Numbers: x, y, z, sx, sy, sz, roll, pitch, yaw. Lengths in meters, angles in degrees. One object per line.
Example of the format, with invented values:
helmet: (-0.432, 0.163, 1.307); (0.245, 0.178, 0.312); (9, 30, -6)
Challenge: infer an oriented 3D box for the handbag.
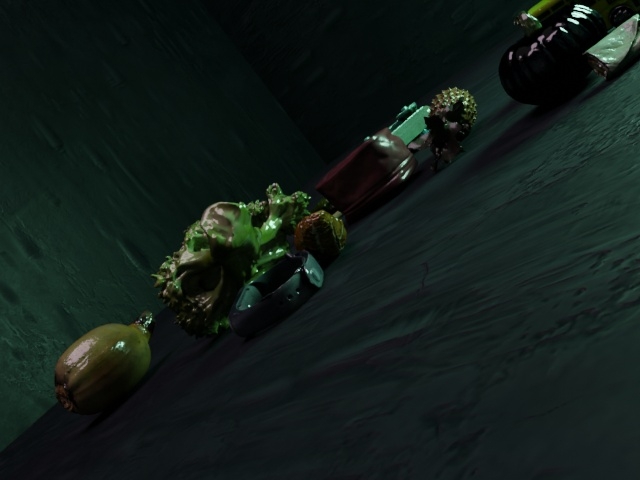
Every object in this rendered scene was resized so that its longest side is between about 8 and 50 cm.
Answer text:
handbag: (0.108, -0.147, 1.510); (0.225, 0.135, 0.146); (-38, 7, 34)

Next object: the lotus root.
lotus root: (-0.514, 0.291, 1.620); (0.182, 0.183, 0.310); (-30, 11, 48)

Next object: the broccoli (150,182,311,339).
broccoli: (-0.205, 0.049, 1.348); (0.397, 0.274, 0.353); (-66, -5, -74)

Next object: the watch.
watch: (-0.077, 0.091, 1.223); (0.193, 0.068, 0.206); (-32, 13, 17)

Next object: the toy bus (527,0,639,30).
toy bus: (0.559, -0.486, 1.335); (0.262, 0.150, 0.128); (-29, 13, 48)

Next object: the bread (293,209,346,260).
bread: (0.000, 0.000, 1.304); (0.104, 0.076, 0.233); (-11, -10, -7)

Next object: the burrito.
burrito: (0.476, -0.306, 1.027); (0.118, 0.044, 0.074); (-36, 41, 1)

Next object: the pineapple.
pineapple: (0.270, -0.250, 1.432); (0.130, 0.119, 0.277); (-14, 20, 24)

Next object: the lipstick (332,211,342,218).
lipstick: (0.028, -0.052, 1.729); (0.094, 0.019, 0.019); (-41, 8, -24)

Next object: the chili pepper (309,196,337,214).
chili pepper: (0.051, -0.110, 1.804); (0.359, 0.076, 0.085); (-30, 36, 46)

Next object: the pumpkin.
pumpkin: (0.406, -0.323, 1.146); (0.194, 0.150, 0.194); (-37, 37, 35)

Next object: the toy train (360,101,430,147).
toy train: (0.199, -0.270, 1.869); (0.298, 0.120, 0.194); (-41, 3, -20)
